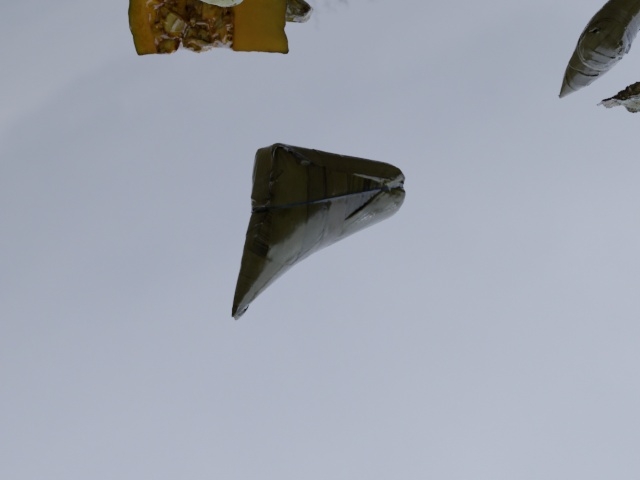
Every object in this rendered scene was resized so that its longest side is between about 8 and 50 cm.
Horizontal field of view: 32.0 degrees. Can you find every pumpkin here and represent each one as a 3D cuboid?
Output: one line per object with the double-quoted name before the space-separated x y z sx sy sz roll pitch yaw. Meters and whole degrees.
"pumpkin" -0.108 -0.292 1.363 0.248 0.131 0.126 8 -163 31

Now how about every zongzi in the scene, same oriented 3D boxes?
"zongzi" 0.000 0.000 1.783 0.123 0.260 0.289 170 -72 -68
"zongzi" 0.489 -0.346 1.932 0.189 0.081 0.178 -53 178 -33

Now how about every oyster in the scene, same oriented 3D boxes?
"oyster" 0.454 -0.207 1.585 0.086 0.029 0.132 6 170 -38

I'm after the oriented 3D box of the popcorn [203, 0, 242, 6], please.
"popcorn" -0.078 -0.333 1.045 0.173 0.225 0.286 2 -169 -13
